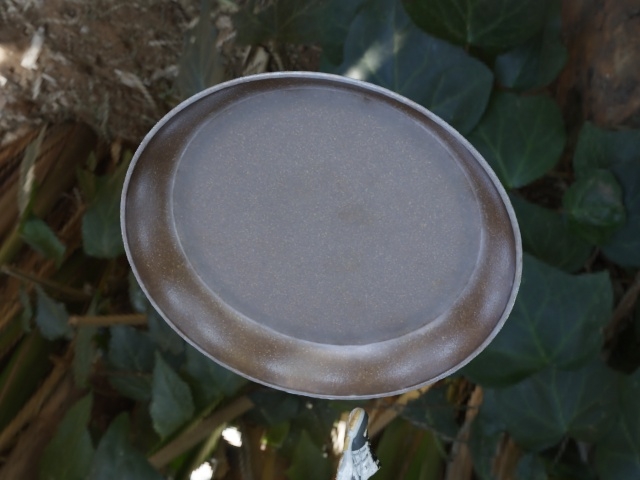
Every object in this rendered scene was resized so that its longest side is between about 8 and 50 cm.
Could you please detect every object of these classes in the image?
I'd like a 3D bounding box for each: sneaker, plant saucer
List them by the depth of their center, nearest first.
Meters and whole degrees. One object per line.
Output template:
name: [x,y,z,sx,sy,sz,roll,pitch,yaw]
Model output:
plant saucer: [0.000,0.000,0.712,0.310,0.050,0.311,7,128,9]
sneaker: [0.036,0.183,0.784,0.037,0.032,0.083,10,110,2]
